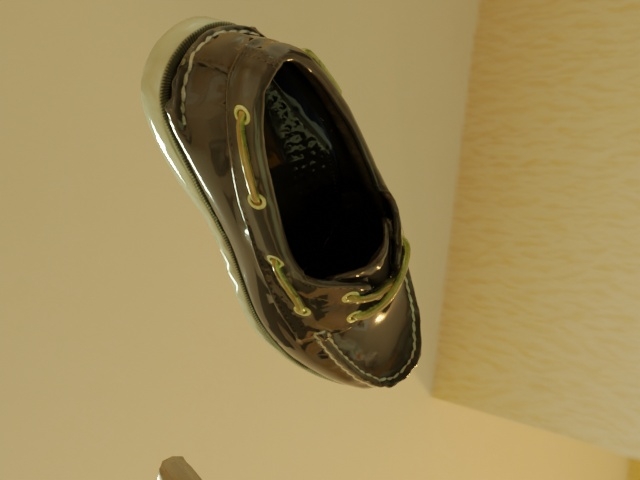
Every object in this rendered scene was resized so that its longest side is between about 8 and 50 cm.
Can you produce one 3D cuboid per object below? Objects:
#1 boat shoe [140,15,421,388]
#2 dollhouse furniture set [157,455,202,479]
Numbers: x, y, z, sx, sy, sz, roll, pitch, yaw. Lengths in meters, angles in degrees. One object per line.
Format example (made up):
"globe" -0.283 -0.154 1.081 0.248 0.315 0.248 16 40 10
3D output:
"boat shoe" 0.000 0.000 0.507 0.081 0.069 0.227 -49 -48 -21
"dollhouse furniture set" -0.121 0.377 0.511 0.362 0.394 0.256 -24 -39 -34
